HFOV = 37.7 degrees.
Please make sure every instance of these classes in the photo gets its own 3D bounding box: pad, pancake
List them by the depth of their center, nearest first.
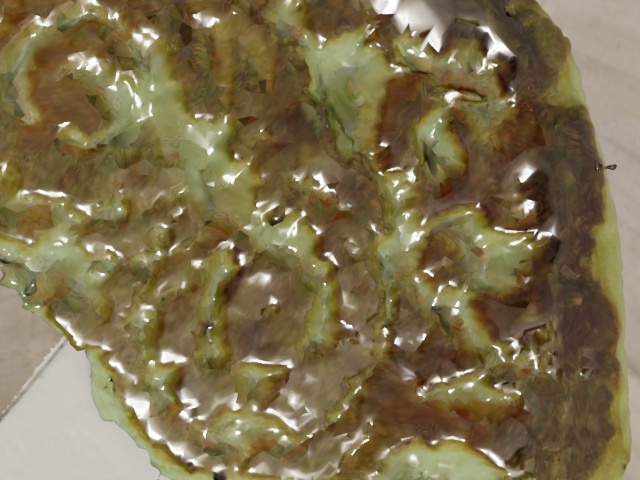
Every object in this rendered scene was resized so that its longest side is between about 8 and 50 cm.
[{"bbox_3d":[0.004,-0.004,0.430,0.426,0.305,0.067,52,-14,-7],"label":"pancake"},{"bbox_3d":[-0.069,0.096,0.440,0.156,0.004,0.232,61,23,-17],"label":"pad"}]
